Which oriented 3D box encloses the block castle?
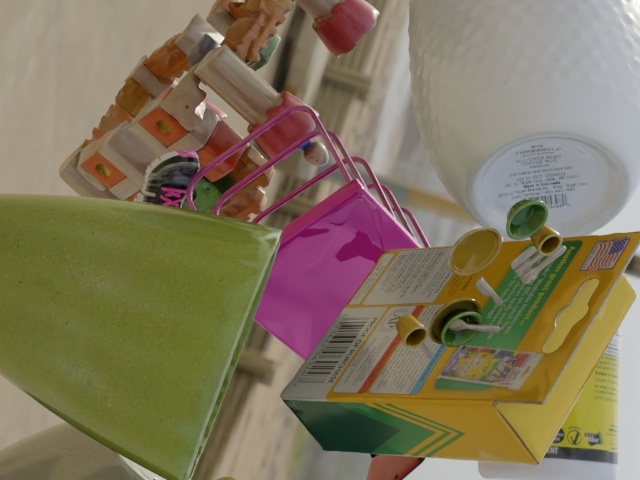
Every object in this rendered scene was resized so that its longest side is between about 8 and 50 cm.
[{"bbox_3d":[-0.135,-0.173,2.050,0.453,0.213,0.303,-27,-153,47],"label":"block castle"}]

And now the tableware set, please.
[{"bbox_3d":[0.127,0.034,1.165,0.154,0.024,0.104,-38,138,4],"label":"tableware set"}]

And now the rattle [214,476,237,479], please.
[{"bbox_3d":[-0.119,0.367,1.663,0.130,0.143,0.199,54,-12,43],"label":"rattle"}]

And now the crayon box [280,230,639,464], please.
[{"bbox_3d":[0.138,0.097,1.329,0.323,0.083,0.203,-6,-141,49],"label":"crayon box"}]

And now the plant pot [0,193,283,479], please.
[{"bbox_3d":[-0.221,0.067,1.471,0.275,0.294,0.274,20,90,-90],"label":"plant pot"}]

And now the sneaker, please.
[{"bbox_3d":[-0.188,-0.038,1.789,0.170,0.063,0.074,-51,-133,36],"label":"sneaker"}]

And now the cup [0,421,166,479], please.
[{"bbox_3d":[-0.292,0.354,1.834,0.237,0.331,0.331,-48,179,5],"label":"cup"}]

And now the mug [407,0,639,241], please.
[{"bbox_3d":[0.282,-0.167,1.598,0.276,0.374,0.328,93,0,-47],"label":"mug"}]

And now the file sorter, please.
[{"bbox_3d":[0.000,0.000,1.804,0.291,0.202,0.182,43,16,-50],"label":"file sorter"}]

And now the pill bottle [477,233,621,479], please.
[{"bbox_3d":[0.312,0.160,2.005,0.188,0.188,0.333,92,1,-79],"label":"pill bottle"}]

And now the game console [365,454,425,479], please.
[{"bbox_3d":[0.114,0.224,1.577,0.144,0.124,0.085,-49,-133,45],"label":"game console"}]
